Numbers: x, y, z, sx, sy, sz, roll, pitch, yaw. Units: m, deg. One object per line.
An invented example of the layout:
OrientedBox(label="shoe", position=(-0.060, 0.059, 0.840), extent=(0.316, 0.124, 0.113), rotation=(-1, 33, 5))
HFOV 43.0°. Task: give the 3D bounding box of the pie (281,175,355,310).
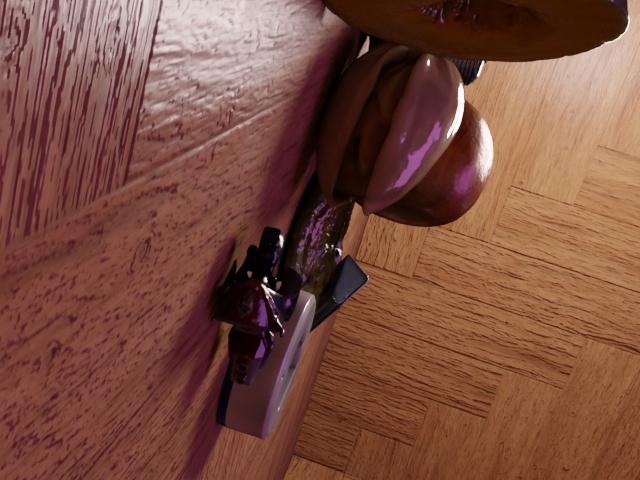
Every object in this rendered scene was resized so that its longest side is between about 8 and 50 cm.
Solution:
OrientedBox(label="pie", position=(0.000, 0.000, 1.380), extent=(0.277, 0.078, 0.277), rotation=(17, 90, -85))

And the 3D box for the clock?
OrientedBox(label="clock", position=(-0.076, 0.178, 1.219), extent=(0.230, 0.083, 0.230), rotation=(18, 90, -87))

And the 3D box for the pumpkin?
OrientedBox(label="pumpkin", position=(0.174, -0.333, 0.896), extent=(0.332, 0.332, 0.199), rotation=(4, 91, -84))

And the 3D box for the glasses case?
OrientedBox(label="glasses case", position=(0.004, 0.133, 1.556), extent=(0.266, 0.056, 0.105), rotation=(-48, -163, 55))

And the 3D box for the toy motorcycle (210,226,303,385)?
OrientedBox(label="toy motorcycle", position=(-0.073, 0.089, 0.929), extent=(0.122, 0.082, 0.213), rotation=(-67, 172, -47))

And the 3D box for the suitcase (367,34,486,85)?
OrientedBox(label="suitcase", position=(0.189, -0.388, 1.291), extent=(0.312, 0.202, 0.128), rotation=(102, -12, -55))

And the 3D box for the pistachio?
OrientedBox(label="pistachio", position=(0.099, -0.171, 1.201), extent=(0.318, 0.193, 0.214), rotation=(-60, 161, -26))

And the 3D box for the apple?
OrientedBox(label="apple", position=(0.181, -0.171, 1.525), extent=(0.301, 0.301, 0.301), rotation=(19, 90, -84))
